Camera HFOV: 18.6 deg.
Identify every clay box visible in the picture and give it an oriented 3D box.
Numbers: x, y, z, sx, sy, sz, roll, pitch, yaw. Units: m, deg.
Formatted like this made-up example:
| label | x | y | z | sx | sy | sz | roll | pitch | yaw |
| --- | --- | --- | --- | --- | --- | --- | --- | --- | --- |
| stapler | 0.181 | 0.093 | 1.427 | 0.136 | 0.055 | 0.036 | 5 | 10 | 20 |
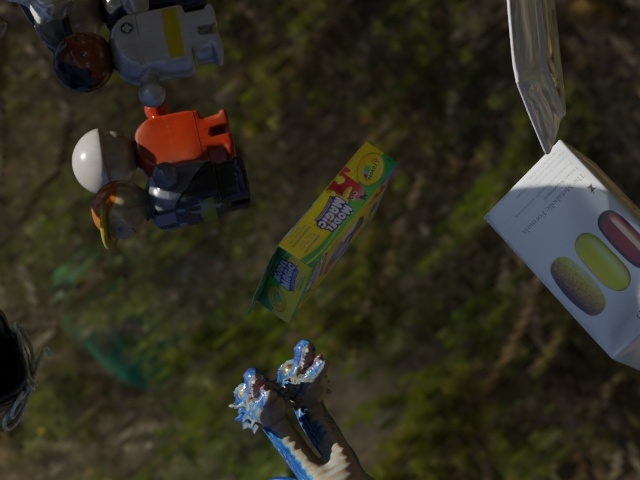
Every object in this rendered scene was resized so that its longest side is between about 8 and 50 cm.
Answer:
| label | x | y | z | sx | sy | sz | roll | pitch | yaw |
| --- | --- | --- | --- | --- | --- | --- | --- | --- | --- |
| clay box | 0.000 | 0.000 | 2.259 | 0.053 | 0.222 | 0.127 | 33 | 147 | 7 |

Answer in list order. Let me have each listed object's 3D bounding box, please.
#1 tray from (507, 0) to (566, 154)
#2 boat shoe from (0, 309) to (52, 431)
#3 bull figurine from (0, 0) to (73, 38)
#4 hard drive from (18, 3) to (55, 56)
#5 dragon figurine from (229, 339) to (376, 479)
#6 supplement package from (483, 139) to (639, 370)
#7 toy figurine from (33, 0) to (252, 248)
| label | x | y | z | sx | sy | sz | roll | pitch | yaw |
| --- | --- | --- | --- | --- | --- | --- | --- | --- | --- |
| tray | 0.205 | -0.231 | 1.877 | 0.145 | 0.030 | 0.270 | 58 | -154 | -58 |
| boat shoe | -0.278 | 0.107 | 1.634 | 0.254 | 0.079 | 0.095 | 83 | -164 | -62 |
| bull figurine | -0.310 | -0.193 | 1.503 | 0.188 | 0.310 | 0.101 | 48 | -156 | 19 |
| hard drive | -0.375 | -0.399 | 2.268 | 0.339 | 0.064 | 0.237 | 59 | -174 | -50 |
| dragon figurine | 0.012 | 0.200 | 1.386 | 0.144 | 0.085 | 0.289 | 44 | 155 | 43 |
| supplement package | 0.338 | 0.021 | 2.332 | 0.244 | 0.139 | 0.134 | 49 | -167 | 26 |
| toy figurine | -0.151 | -0.115 | 1.632 | 0.209 | 0.148 | 0.213 | -111 | 10 | -65 |
